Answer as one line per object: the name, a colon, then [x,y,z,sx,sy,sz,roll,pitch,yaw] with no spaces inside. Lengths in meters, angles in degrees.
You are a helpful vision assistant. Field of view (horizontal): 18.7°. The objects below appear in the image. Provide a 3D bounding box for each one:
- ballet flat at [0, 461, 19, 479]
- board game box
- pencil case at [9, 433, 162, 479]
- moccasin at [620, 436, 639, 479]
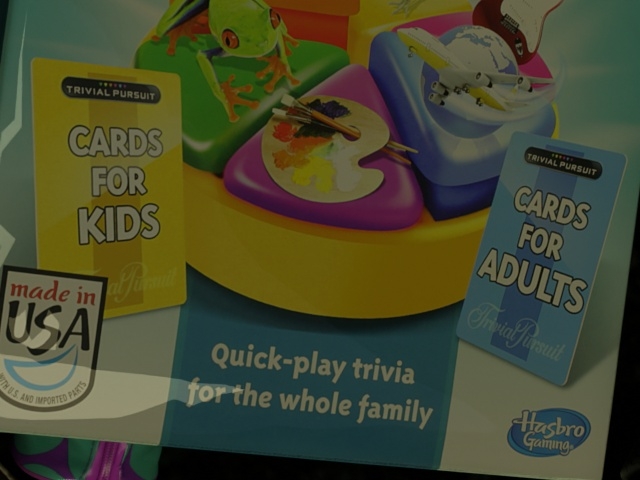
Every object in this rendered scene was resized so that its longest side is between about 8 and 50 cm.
ballet flat: [-0.162,0.094,0.770,0.250,0.058,0.084,49,45,-32]
board game box: [0.001,-0.089,0.717,0.254,0.079,0.336,7,90,-24]
pencil case: [-0.077,0.028,0.789,0.064,0.070,0.151,11,106,-25]
moccasin: [0.306,0.067,0.929,0.380,0.139,0.147,-34,110,-17]
